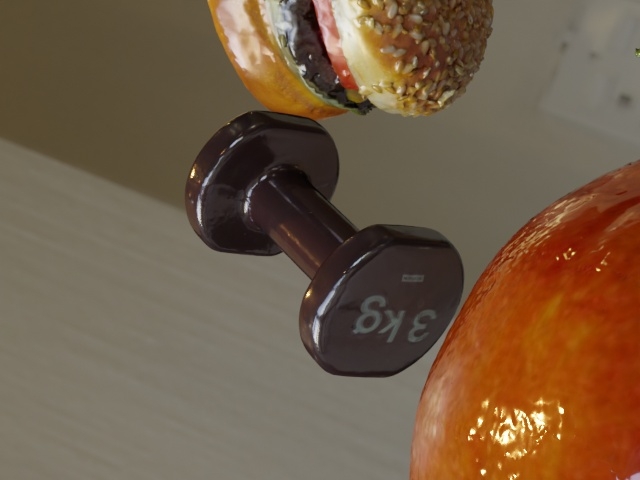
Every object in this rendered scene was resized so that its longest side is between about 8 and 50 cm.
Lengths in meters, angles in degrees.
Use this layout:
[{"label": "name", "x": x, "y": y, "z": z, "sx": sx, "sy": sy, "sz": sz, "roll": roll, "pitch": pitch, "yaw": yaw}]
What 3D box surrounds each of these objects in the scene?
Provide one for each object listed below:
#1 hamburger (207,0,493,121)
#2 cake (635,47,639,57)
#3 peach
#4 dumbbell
[{"label": "hamburger", "x": 0.048, "y": -0.291, "z": 2.136, "sx": 0.330, "sy": 0.250, "sz": 0.330, "roll": 16, "pitch": -109, "yaw": -56}, {"label": "cake", "x": 0.296, "y": -0.229, "z": 1.380, "sx": 0.100, "sy": 0.099, "sz": 0.235, "roll": -85, "pitch": 2, "yaw": -69}, {"label": "peach", "x": 0.210, "y": 0.105, "z": 0.984, "sx": 0.372, "sy": 0.373, "sz": 0.290, "roll": -43, "pitch": -67, "yaw": -57}, {"label": "dumbbell", "x": 0.000, "y": 0.000, "z": 1.513, "sx": 0.140, "sy": 0.225, "sz": 0.124, "roll": 6, "pitch": -63, "yaw": -40}]
